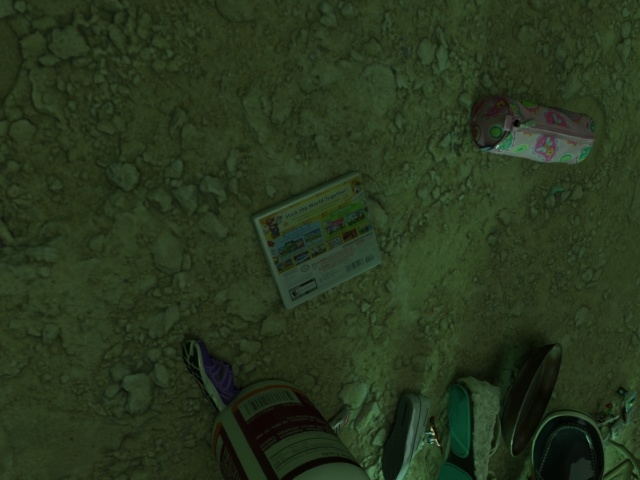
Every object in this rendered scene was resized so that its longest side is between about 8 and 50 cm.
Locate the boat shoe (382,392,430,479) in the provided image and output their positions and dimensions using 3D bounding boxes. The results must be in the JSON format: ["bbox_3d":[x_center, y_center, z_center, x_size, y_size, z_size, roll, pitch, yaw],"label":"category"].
[{"bbox_3d":[0.214,0.476,1.258,0.076,0.083,0.226,10,101,-28],"label":"boat shoe"}]

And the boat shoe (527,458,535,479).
[{"bbox_3d":[0.661,0.754,1.560,0.104,0.111,0.307,-23,111,-14],"label":"boat shoe"}]

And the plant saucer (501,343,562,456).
[{"bbox_3d":[0.543,0.403,1.369,0.311,0.050,0.310,-25,125,-42],"label":"plant saucer"}]

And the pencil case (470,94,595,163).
[{"bbox_3d":[0.456,-0.233,1.128,0.284,0.124,0.124,3,105,-29],"label":"pencil case"}]

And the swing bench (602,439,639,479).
[{"bbox_3d":[0.969,0.811,1.689,0.253,0.165,0.254,37,88,-36],"label":"swing bench"}]

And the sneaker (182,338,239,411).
[{"bbox_3d":[-0.204,0.243,0.996,0.071,0.068,0.170,-38,129,-28],"label":"sneaker"}]

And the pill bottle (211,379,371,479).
[{"bbox_3d":[-0.039,0.440,0.940,0.224,0.392,0.224,-9,110,-24],"label":"pill bottle"}]

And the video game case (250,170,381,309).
[{"bbox_3d":[0.000,0.000,1.030,0.227,0.026,0.206,-25,116,-17],"label":"video game case"}]

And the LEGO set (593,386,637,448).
[{"bbox_3d":[0.922,0.551,1.673,0.182,0.060,0.244,-40,131,-10],"label":"LEGO set"}]

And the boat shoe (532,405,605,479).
[{"bbox_3d":[0.653,0.685,1.415,0.187,0.156,0.500,7,106,16],"label":"boat shoe"}]

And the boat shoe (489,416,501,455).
[{"bbox_3d":[0.401,0.539,1.380,0.065,0.075,0.206,22,101,-31],"label":"boat shoe"}]

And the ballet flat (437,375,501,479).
[{"bbox_3d":[0.381,0.538,1.302,0.147,0.147,0.408,3,96,-28],"label":"ballet flat"}]

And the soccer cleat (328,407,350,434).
[{"bbox_3d":[0.035,0.409,1.180,0.036,0.029,0.083,28,97,-35],"label":"soccer cleat"}]

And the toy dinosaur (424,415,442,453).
[{"bbox_3d":[0.282,0.470,1.304,0.047,0.090,0.082,-41,153,-27],"label":"toy dinosaur"}]
